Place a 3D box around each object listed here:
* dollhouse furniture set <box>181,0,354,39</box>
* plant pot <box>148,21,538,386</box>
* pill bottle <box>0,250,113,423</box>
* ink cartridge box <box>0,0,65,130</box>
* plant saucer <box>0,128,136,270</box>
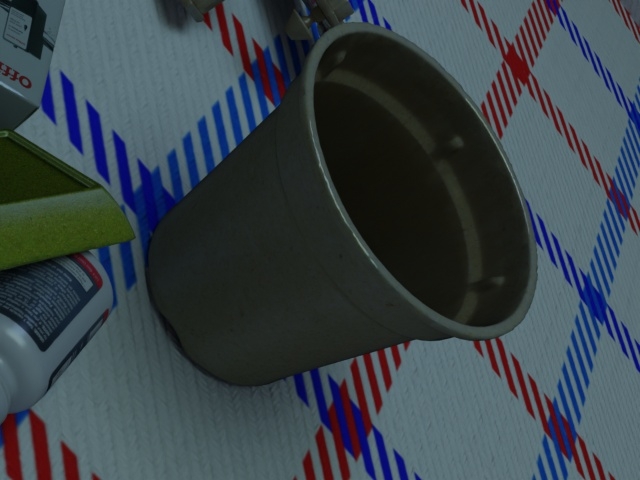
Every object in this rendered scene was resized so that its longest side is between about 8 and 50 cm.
[{"bbox_3d":[-0.082,-0.334,1.534,0.303,0.174,0.355,59,4,21],"label":"dollhouse furniture set"},{"bbox_3d":[0.000,0.000,1.167,0.334,0.305,0.334,30,45,-35],"label":"plant pot"},{"bbox_3d":[-0.263,0.082,0.960,0.108,0.108,0.180,50,36,-13],"label":"pill bottle"},{"bbox_3d":[-0.337,-0.218,1.098,0.153,0.087,0.208,30,46,-34],"label":"ink cartridge box"},{"bbox_3d":[-0.283,-0.047,0.988,0.188,0.045,0.188,29,25,27],"label":"plant saucer"}]
